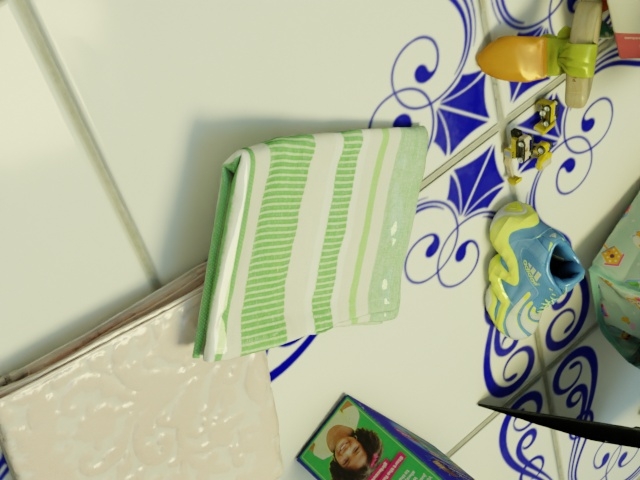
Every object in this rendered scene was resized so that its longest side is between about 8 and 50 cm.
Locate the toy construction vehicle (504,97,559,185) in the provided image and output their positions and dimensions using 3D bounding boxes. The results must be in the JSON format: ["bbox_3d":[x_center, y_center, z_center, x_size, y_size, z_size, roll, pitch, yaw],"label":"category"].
[{"bbox_3d":[0.272,-0.129,1.540,0.086,0.035,0.098,-39,140,-33],"label":"toy construction vehicle"}]

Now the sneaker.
[{"bbox_3d":[0.291,0.065,1.607,0.091,0.126,0.240,-35,134,-21],"label":"sneaker"}]

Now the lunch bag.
[{"bbox_3d":[0.528,0.058,1.798,0.223,0.160,0.262,-52,143,-19],"label":"lunch bag"}]

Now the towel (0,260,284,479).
[{"bbox_3d":[-0.188,0.210,1.308,0.317,0.053,0.332,-28,131,-27],"label":"towel"}]

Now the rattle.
[{"bbox_3d":[0.291,-0.254,1.479,0.130,0.143,0.199,61,34,-39],"label":"rattle"}]

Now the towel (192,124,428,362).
[{"bbox_3d":[0.000,0.000,1.315,0.325,0.038,0.248,-9,115,-48],"label":"towel"}]

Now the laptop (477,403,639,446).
[{"bbox_3d":[0.526,0.204,1.782,0.382,0.236,0.408,23,110,-49],"label":"laptop"}]

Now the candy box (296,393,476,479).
[{"bbox_3d":[0.162,0.362,1.533,0.122,0.317,0.268,-54,138,-1],"label":"candy box"}]

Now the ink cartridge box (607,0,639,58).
[{"bbox_3d":[0.403,-0.350,1.433,0.218,0.092,0.158,59,46,-45],"label":"ink cartridge box"}]
